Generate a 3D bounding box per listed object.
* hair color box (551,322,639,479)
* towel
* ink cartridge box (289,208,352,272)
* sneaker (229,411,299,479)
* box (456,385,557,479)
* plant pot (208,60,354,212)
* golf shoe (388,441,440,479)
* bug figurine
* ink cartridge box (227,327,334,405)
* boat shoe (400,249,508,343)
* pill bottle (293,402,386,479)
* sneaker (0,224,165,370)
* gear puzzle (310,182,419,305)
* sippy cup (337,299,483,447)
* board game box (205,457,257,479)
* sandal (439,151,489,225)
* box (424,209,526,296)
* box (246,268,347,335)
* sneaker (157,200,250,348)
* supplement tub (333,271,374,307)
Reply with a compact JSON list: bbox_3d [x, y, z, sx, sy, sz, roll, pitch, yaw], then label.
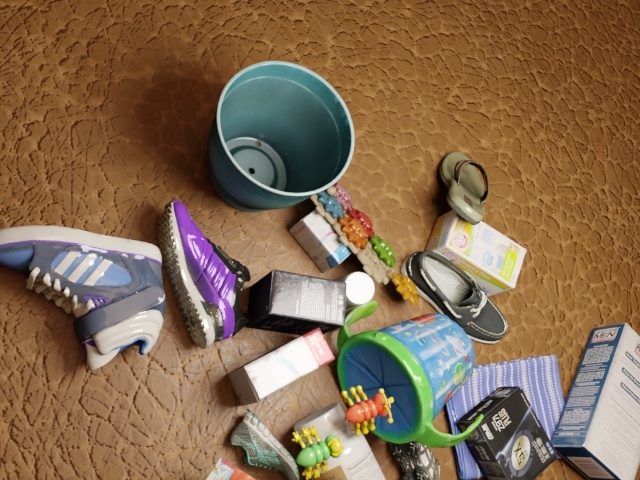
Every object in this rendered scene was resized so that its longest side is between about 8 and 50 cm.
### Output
[{"bbox_3d":[0.692,0.388,1.636,0.174,0.105,0.347,42,60,-13],"label":"hair color box"},{"bbox_3d":[0.435,0.397,1.575,0.336,0.040,0.243,-3,77,-24],"label":"towel"},{"bbox_3d":[0.000,0.000,1.476,0.052,0.088,0.122,-42,94,-28],"label":"ink cartridge box"},{"bbox_3d":[-0.110,0.414,1.331,0.076,0.065,0.166,-42,90,-11],"label":"sneaker"},{"bbox_3d":[0.406,0.432,1.494,0.147,0.077,0.180,-28,91,-27],"label":"box"},{"bbox_3d":[-0.106,-0.180,1.390,0.272,0.255,0.271,6,73,-21],"label":"plant pot"},{"bbox_3d":[0.202,0.455,1.448,0.094,0.077,0.198,28,45,-51],"label":"golf shoe"},{"bbox_3d":[0.076,0.415,1.246,0.216,0.072,0.278,-19,84,-17],"label":"bug figurine"},{"bbox_3d":[-0.080,0.247,1.346,0.175,0.127,0.072,-24,84,-28],"label":"ink cartridge box"},{"bbox_3d":[0.321,0.132,1.574,0.303,0.091,0.114,33,65,-11],"label":"boat shoe"},{"bbox_3d":[0.043,0.443,1.340,0.131,0.131,0.229,-25,85,-27],"label":"pill bottle"},{"bbox_3d":[-0.438,0.111,1.230,0.323,0.130,0.236,8,67,-27],"label":"sneaker"},{"bbox_3d":[0.112,0.007,1.495,0.339,0.044,0.175,51,22,-2],"label":"gear puzzle"},{"bbox_3d":[0.192,0.262,1.418,0.224,0.240,0.305,-22,93,-38],"label":"sippy cup"},{"bbox_3d":[-0.098,0.526,1.187,0.275,0.144,0.142,29,52,9],"label":"board game box"},{"bbox_3d":[0.352,-0.133,1.606,0.120,0.086,0.302,30,27,-11],"label":"sandal"},{"bbox_3d":[0.360,0.029,1.615,0.203,0.103,0.114,31,64,-12],"label":"box"},{"bbox_3d":[-0.050,0.130,1.378,0.158,0.156,0.093,11,70,-20],"label":"box"},{"bbox_3d":[-0.221,0.055,1.366,0.146,0.102,0.293,-17,87,-31],"label":"sneaker"},{"bbox_3d":[0.064,0.106,1.458,0.071,0.107,0.070,3,80,-18],"label":"supplement tub"}]
